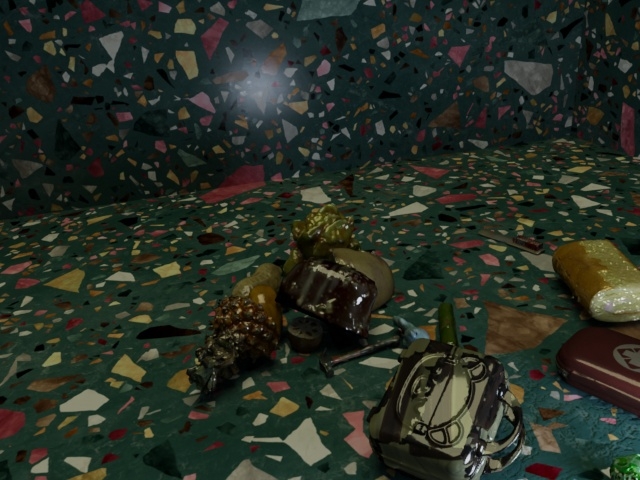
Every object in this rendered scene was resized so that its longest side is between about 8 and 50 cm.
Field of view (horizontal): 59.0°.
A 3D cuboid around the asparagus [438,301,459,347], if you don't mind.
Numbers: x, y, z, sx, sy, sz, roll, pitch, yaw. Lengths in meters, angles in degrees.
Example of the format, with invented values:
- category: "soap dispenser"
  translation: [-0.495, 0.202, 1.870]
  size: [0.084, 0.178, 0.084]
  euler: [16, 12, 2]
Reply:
- category: "asparagus"
  translation: [0.419, 0.292, 1.866]
  size: [0.060, 0.067, 0.278]
  euler: [-27, 14, 18]

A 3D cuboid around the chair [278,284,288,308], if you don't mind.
- category: "chair"
  translation: [-0.062, 0.198, 2.140]
  size: [0.221, 0.104, 0.095]
  euler: [-8, -2, -19]

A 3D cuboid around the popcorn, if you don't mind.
- category: "popcorn"
  translation: [-0.008, -0.001, 2.346]
  size: [0.321, 0.290, 0.326]
  euler: [-16, 45, -31]

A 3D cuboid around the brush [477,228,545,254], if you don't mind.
- category: "brush"
  translation: [0.839, -0.009, 2.503]
  size: [0.060, 0.050, 0.321]
  euler: [-24, 29, -29]

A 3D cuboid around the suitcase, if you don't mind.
- category: "suitcase"
  translation: [0.320, 0.432, 1.375]
  size: [0.339, 0.194, 0.352]
  euler: [10, 46, 31]

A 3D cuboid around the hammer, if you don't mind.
- category: "hammer"
  translation: [0.128, 0.357, 1.807]
  size: [0.287, 0.033, 0.111]
  euler: [-13, 26, -19]

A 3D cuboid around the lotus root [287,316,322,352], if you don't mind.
- category: "lotus root"
  translation: [-0.047, 0.315, 1.873]
  size: [0.112, 0.081, 0.122]
  euler: [6, 25, 18]

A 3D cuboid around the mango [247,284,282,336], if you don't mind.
- category: "mango"
  translation: [-0.189, 0.252, 1.930]
  size: [0.109, 0.147, 0.227]
  euler: [-18, 53, 5]

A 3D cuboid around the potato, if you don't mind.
- category: "potato"
  translation: [0.179, 0.139, 2.086]
  size: [0.264, 0.211, 0.189]
  euler: [-7, 22, -16]

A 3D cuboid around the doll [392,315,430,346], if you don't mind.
- category: "doll"
  translation: [0.284, 0.305, 1.841]
  size: [0.075, 0.120, 0.179]
  euler: [-55, 30, -8]

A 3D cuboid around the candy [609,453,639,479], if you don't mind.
- category: "candy"
  translation: [0.806, 0.517, 1.291]
  size: [0.323, 0.097, 0.097]
  euler: [-4, 23, -17]

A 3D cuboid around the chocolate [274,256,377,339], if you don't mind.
- category: "chocolate"
  translation: [0.038, 0.172, 1.887]
  size: [0.339, 0.210, 0.225]
  euler: [21, -5, 13]

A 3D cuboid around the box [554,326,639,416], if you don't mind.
- category: "box"
  translation: [0.868, 0.368, 1.560]
  size: [0.263, 0.108, 0.403]
  euler: [-25, 31, -38]

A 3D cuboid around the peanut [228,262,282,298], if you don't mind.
- category: "peanut"
  translation: [-0.236, 0.182, 2.141]
  size: [0.153, 0.140, 0.325]
  euler: [-13, 17, 24]

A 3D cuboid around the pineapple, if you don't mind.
- category: "pineapple"
  translation: [-0.287, 0.343, 1.718]
  size: [0.262, 0.263, 0.272]
  euler: [9, 38, 28]

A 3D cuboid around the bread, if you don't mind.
- category: "bread"
  translation: [0.983, 0.141, 1.986]
  size: [0.236, 0.165, 0.375]
  euler: [-6, 25, 3]
